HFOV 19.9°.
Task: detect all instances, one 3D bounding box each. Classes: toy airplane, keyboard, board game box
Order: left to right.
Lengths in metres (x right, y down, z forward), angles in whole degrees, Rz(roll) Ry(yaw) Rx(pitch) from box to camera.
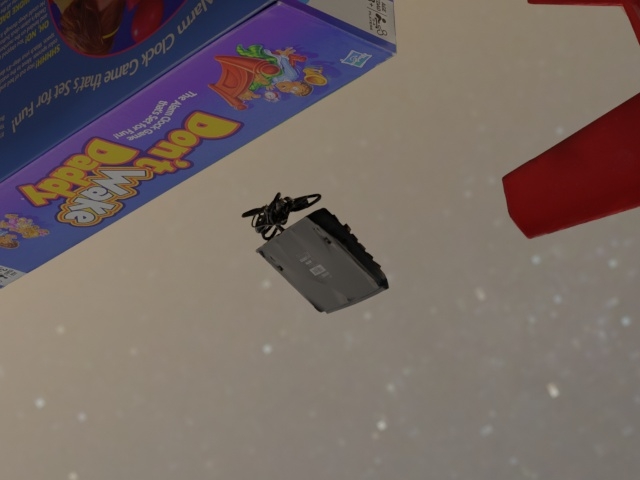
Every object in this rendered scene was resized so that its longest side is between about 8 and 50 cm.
[{"bbox_3d":[-0.109,-0.143,1.013,0.347,0.078,0.233,-27,-125,42],"label":"board game box"},{"bbox_3d":[0.000,0.000,1.284,0.038,0.100,0.192,-46,-175,-15],"label":"keyboard"},{"bbox_3d":[0.128,-0.062,0.659,0.151,0.151,0.028,-32,148,-7],"label":"toy airplane"}]
